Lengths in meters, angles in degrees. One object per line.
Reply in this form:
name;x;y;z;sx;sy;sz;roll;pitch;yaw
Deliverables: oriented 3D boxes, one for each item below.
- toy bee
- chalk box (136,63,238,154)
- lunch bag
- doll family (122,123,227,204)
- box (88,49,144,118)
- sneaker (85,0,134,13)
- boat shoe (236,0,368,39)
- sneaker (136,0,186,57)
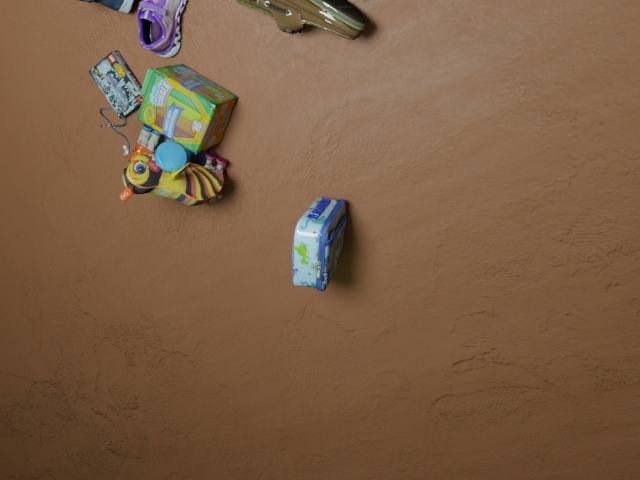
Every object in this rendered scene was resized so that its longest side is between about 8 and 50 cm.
toy bee;-0.379;-0.142;1.219;0.298;0.162;0.195;20;156;-7
chalk box;-0.329;-0.321;1.258;0.213;0.132;0.132;30;118;2
lunch bag;0.000;0.000;1.253;0.090;0.219;0.176;9;115;12
doll family;-0.362;-0.186;1.358;0.262;0.118;0.163;25;113;-15
box;-0.501;-0.386;1.341;0.093;0.027;0.137;-27;103;24
sneaker;-0.459;-0.582;1.132;0.226;0.163;0.086;-37;59;47
boat shoe;-0.046;-0.485;1.123;0.307;0.110;0.105;34;123;11
sneaker;-0.358;-0.524;1.194;0.095;0.104;0.237;18;116;10
